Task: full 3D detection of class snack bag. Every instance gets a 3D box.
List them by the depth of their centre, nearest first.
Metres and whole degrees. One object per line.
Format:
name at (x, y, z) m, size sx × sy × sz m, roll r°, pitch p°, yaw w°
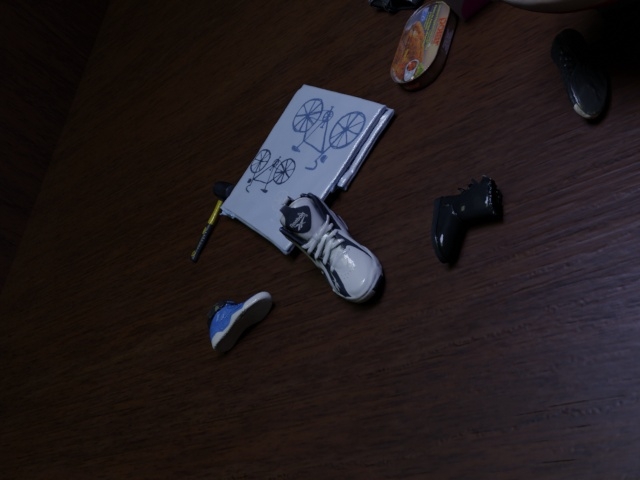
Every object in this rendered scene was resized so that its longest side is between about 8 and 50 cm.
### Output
snack bag at (-0.040, -0.149, 1.393) m, size 0.343 × 0.037 × 0.323 m, roll -57°, pitch 37°, yaw -2°

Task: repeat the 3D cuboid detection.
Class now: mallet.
mallet at (-0.233, -0.041, 1.528) m, size 0.062 × 0.039 × 0.190 m, roll 7°, pitch 74°, yaw 47°

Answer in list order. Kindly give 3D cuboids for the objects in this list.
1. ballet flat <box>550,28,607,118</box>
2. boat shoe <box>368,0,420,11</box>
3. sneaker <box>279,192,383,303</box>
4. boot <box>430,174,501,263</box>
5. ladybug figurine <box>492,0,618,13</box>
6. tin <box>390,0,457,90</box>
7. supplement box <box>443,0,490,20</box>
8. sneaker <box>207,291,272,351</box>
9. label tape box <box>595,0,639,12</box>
ballet flat at (0.373, -0.237, 1.011) m, size 0.057 × 0.049 × 0.173 m, roll 1°, pitch 54°, yaw -2°
boat shoe at (0.149, -0.492, 1.433) m, size 0.142 × 0.049 × 0.040 m, roll 9°, pitch 70°, yaw 48°
sneaker at (0.000, 0.000, 1.140) m, size 0.094 × 0.153 × 0.235 m, roll -44°, pitch 38°, yaw 17°
boot at (0.215, -0.032, 1.023) m, size 0.099 × 0.045 × 0.121 m, roll -19°, pitch 49°, yaw 35°
ladybug figurine at (0.390, -0.438, 0.841) m, size 0.449 × 0.161 × 0.305 m, roll -31°, pitch 56°, yaw 38°
tin at (0.194, -0.362, 1.298) m, size 0.106 × 0.040 × 0.190 m, roll -4°, pitch 60°, yaw 50°
supplement box at (0.236, -0.526, 1.259) m, size 0.111 × 0.114 × 0.220 m, roll -33°, pitch 61°, yaw 26°
sneaker at (-0.155, 0.128, 1.291) m, size 0.152 × 0.058 × 0.085 m, roll -48°, pitch 46°, yaw 21°
label tape box at (0.515, -0.482, 0.924) m, size 0.347 × 0.115 × 0.249 m, roll -5°, pitch 74°, yaw 45°
